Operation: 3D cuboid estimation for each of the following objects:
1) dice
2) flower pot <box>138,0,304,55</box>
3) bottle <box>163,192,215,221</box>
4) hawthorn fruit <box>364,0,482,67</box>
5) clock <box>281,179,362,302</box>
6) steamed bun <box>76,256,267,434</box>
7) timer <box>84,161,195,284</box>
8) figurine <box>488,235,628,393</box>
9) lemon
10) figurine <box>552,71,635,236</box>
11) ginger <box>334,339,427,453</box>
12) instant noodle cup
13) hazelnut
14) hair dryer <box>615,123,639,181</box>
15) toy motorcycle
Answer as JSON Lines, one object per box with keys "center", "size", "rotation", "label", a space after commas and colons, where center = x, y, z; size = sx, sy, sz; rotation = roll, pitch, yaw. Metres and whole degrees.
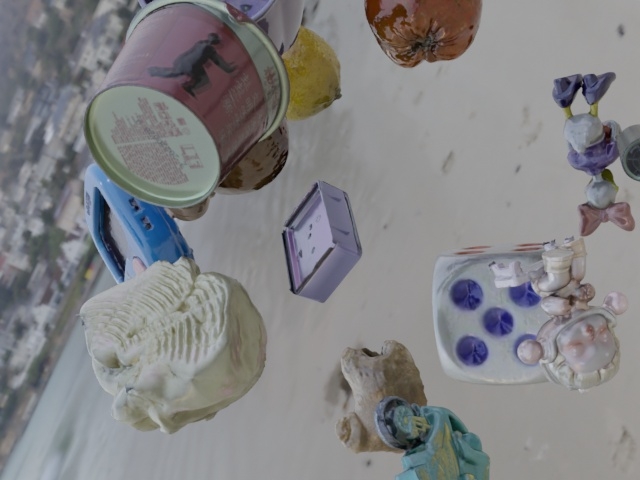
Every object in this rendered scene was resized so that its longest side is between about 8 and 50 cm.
{"center": [0.435, 0.167, 2.158], "size": [0.277, 0.304, 0.304], "rotation": [-16, -79, -71], "label": "dice"}
{"center": [-0.136, -0.386, 1.431], "size": [0.243, 0.265, 0.265], "rotation": [57, -126, -72], "label": "flower pot"}
{"center": [-0.236, -0.125, 1.642], "size": [0.110, 0.097, 0.209], "rotation": [-29, -31, -22], "label": "bottle"}
{"center": [0.145, -0.346, 1.340], "size": [0.189, 0.189, 0.189], "rotation": [-60, 13, 23], "label": "hawthorn fruit"}
{"center": [0.000, -0.001, 1.689], "size": [0.145, 0.073, 0.193], "rotation": [-52, 30, 29], "label": "clock"}
{"center": [-0.216, 0.173, 1.442], "size": [0.275, 0.206, 0.320], "rotation": [-41, 44, -7], "label": "steamed bun"}
{"center": [-0.368, 0.001, 1.858], "size": [0.115, 0.309, 0.340], "rotation": [-29, -15, -24], "label": "timer"}
{"center": [0.376, 0.130, 1.425], "size": [0.182, 0.257, 0.144], "rotation": [-24, 7, -40], "label": "figurine"}
{"center": [-0.062, -0.341, 1.871], "size": [0.192, 0.231, 0.192], "rotation": [-60, -1, -2], "label": "lemon"}
{"center": [0.692, -0.222, 2.325], "size": [0.154, 0.421, 0.193], "rotation": [-7, 26, 29], "label": "figurine"}
{"center": [0.121, 0.342, 1.948], "size": [0.221, 0.276, 0.130], "rotation": [-29, 15, 2], "label": "ginger"}
{"center": [-0.175, -0.164, 1.147], "size": [0.235, 0.234, 0.178], "rotation": [-53, 8, 44], "label": "instant noodle cup"}
{"center": [-0.139, -0.176, 1.389], "size": [0.208, 0.208, 0.208], "rotation": [-60, 13, 23], "label": "hazelnut"}
{"center": [0.658, -0.157, 1.638], "size": [0.195, 0.248, 0.078], "rotation": [-52, -33, -67], "label": "hair dryer"}
{"center": [0.193, 0.372, 1.424], "size": [0.109, 0.198, 0.297], "rotation": [-37, 69, 43], "label": "toy motorcycle"}
